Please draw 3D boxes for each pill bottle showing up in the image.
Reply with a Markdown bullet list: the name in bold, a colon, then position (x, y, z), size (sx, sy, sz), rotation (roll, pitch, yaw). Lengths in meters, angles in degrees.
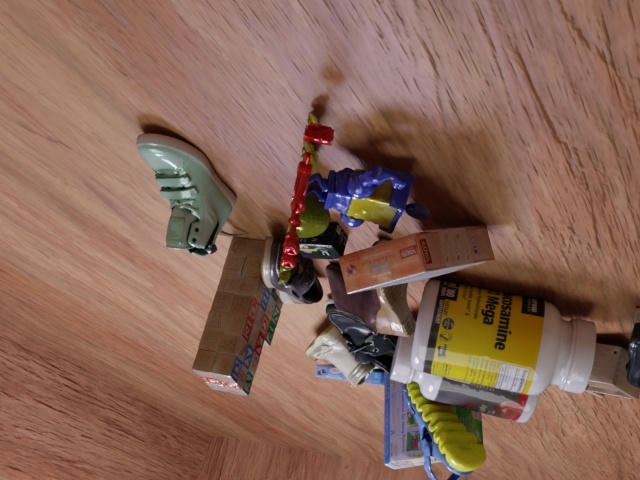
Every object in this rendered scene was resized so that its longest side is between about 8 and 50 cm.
- **pill bottle**: position (0.325, 0.286, 1.834), size (0.318, 0.176, 0.176), rotation (14, 156, 4)
- **pill bottle**: position (0.355, 0.195, 1.602), size (0.333, 0.188, 0.188), rotation (11, 156, 9)

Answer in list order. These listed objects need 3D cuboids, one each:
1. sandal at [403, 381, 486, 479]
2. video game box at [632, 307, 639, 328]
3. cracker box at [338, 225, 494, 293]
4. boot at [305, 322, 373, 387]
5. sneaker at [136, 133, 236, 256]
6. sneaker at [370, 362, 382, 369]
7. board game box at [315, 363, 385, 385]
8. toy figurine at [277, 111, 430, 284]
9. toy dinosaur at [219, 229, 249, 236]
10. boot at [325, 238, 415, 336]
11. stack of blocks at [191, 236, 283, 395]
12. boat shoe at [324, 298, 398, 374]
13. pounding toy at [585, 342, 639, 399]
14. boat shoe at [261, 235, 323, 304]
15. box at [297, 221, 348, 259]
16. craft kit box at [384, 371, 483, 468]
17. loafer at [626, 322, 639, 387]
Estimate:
- **sandal**: position (0.260, 0.433, 1.878), size (0.126, 0.317, 0.138), rotation (7, 122, -19)
- **video game box**: position (0.705, 0.193, 1.558), size (0.187, 0.048, 0.205), rotation (5, 155, 29)
- **cracker box**: position (0.162, 0.029, 1.345), size (0.155, 0.067, 0.232), rotation (-18, 173, 38)
- **boot**: position (0.050, 0.306, 2.090), size (0.165, 0.077, 0.213), rotation (44, 155, 8)
- **sneaker**: position (-0.245, -0.069, 1.427), size (0.094, 0.151, 0.256), rotation (2, 152, 32)
- **sneaker**: position (0.146, 0.319, 2.156), size (0.169, 0.068, 0.071), rotation (15, 162, 0)
- **board game box**: position (0.118, 0.365, 2.229), size (0.211, 0.039, 0.160), rotation (0, 174, 36)
- **toy figurine**: position (0.058, -0.034, 1.293), size (0.217, 0.191, 0.362), rotation (11, 158, -1)
- **toy dinosaur**: position (-0.226, -0.028, 1.612), size (0.092, 0.053, 0.183), rotation (9, 165, 31)
- **boot**: position (0.082, 0.082, 1.637), size (0.206, 0.090, 0.249), rotation (20, 139, 40)
- **stack of blocks**: position (-0.160, 0.165, 1.709), size (0.087, 0.297, 0.171), rotation (7, 154, 18)
- **boat shoe**: position (0.124, 0.248, 1.949), size (0.127, 0.113, 0.340), rotation (-3, 150, 39)
- **pounding toy**: position (0.586, 0.276, 1.770), size (0.206, 0.094, 0.181), rotation (3, 160, 47)
- **boat shoe**: position (-0.054, 0.067, 1.685), size (0.092, 0.103, 0.285), rotation (4, 158, 12)
- **box**: position (0.000, 0.000, 1.554), size (0.083, 0.052, 0.062), rotation (2, 153, 25)
- **craft kit box**: position (0.272, 0.415, 1.999), size (0.246, 0.250, 0.061), rotation (-21, 141, 33)
- **loafer**: position (0.620, 0.225, 1.531), size (0.078, 0.076, 0.223), rotation (15, 155, 26)
